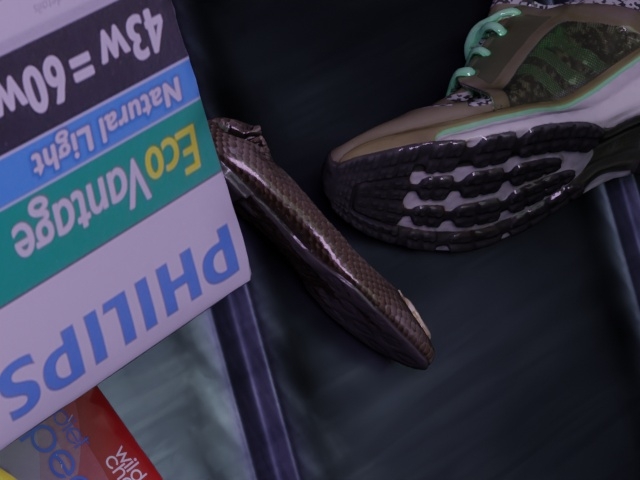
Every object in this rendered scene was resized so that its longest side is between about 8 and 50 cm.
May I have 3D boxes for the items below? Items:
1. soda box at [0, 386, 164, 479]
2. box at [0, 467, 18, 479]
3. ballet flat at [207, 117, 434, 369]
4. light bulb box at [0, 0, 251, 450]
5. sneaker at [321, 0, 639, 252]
[{"bbox_3d":[-0.193,0.122,1.007,0.092,0.083,0.263,-37,99,-26],"label":"soda box"},{"bbox_3d":[-0.251,0.235,0.870,0.117,0.243,0.214,39,66,-15],"label":"box"},{"bbox_3d":[0.000,0.000,1.130,0.250,0.084,0.058,44,67,-7],"label":"ballet flat"},{"bbox_3d":[-0.297,-0.020,0.764,0.358,0.361,0.225,-35,120,-39],"label":"light bulb box"},{"bbox_3d":[0.162,-0.123,1.224,0.410,0.158,0.182,-19,59,-26],"label":"sneaker"}]
